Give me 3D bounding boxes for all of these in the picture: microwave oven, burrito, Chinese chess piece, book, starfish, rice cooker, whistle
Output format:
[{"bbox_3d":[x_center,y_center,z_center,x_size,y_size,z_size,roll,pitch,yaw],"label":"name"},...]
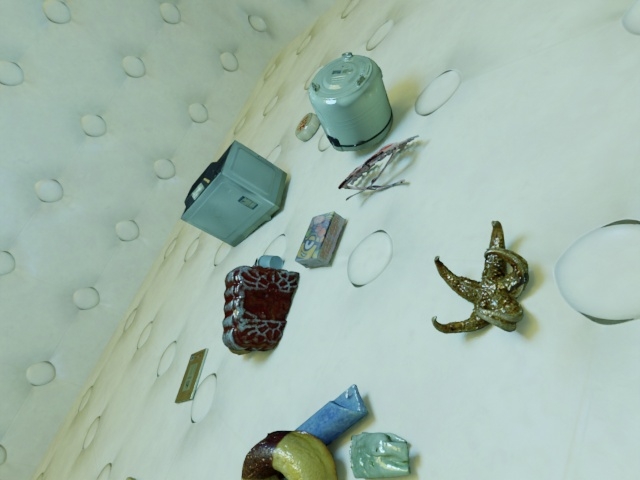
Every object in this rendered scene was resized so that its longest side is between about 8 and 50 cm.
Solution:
[{"bbox_3d":[-0.340,-0.183,1.584,0.355,0.286,0.218,-35,34,41],"label":"microwave oven"},{"bbox_3d":[0.096,0.337,0.636,0.118,0.044,0.074,-34,32,42],"label":"burrito"},{"bbox_3d":[-0.054,-0.471,1.662,0.122,0.051,0.122,-37,35,32],"label":"Chinese chess piece"},{"bbox_3d":[-0.438,0.459,1.362,0.118,0.012,0.172,-29,39,40],"label":"book"},{"bbox_3d":[0.252,0.061,0.637,0.146,0.074,0.190,-10,53,51],"label":"starfish"},{"bbox_3d":[0.092,-0.391,1.166,0.226,0.244,0.226,-15,51,19],"label":"rice cooker"},{"bbox_3d":[-0.030,0.382,0.762,0.304,0.062,0.062,-46,31,19],"label":"whistle"}]

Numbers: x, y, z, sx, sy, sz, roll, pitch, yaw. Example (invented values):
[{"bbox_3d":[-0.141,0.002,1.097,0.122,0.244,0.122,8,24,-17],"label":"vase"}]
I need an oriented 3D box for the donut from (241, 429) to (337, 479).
[{"bbox_3d":[-0.062,0.421,0.698,0.184,0.073,0.166,-1,81,36],"label":"donut"}]

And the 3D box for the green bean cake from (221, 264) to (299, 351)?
[{"bbox_3d":[-0.164,0.185,1.099,0.097,0.198,0.233,-29,54,54],"label":"green bean cake"}]

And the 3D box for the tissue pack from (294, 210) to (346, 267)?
[{"bbox_3d":[0.000,0.000,1.099,0.108,0.060,0.148,-11,51,52],"label":"tissue pack"}]

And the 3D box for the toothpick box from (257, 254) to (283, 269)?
[{"bbox_3d":[-0.162,0.073,1.283,0.083,0.052,0.052,-2,60,55],"label":"toothpick box"}]

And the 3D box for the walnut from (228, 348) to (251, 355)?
[{"bbox_3d":[-0.221,0.282,1.142,0.079,0.082,0.096,-7,48,20],"label":"walnut"}]

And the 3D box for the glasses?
[{"bbox_3d":[0.157,-0.184,1.049,0.255,0.095,0.162,-30,11,42],"label":"glasses"}]

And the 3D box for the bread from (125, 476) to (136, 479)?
[{"bbox_3d":[-0.595,0.786,1.256,0.083,0.035,0.070,-17,47,41],"label":"bread"}]

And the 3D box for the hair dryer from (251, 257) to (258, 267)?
[{"bbox_3d":[-0.227,0.125,1.298,0.071,0.047,0.150,29,106,60],"label":"hair dryer"}]
